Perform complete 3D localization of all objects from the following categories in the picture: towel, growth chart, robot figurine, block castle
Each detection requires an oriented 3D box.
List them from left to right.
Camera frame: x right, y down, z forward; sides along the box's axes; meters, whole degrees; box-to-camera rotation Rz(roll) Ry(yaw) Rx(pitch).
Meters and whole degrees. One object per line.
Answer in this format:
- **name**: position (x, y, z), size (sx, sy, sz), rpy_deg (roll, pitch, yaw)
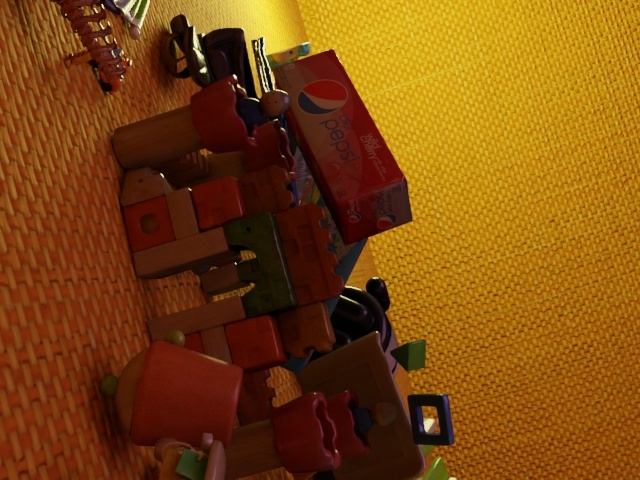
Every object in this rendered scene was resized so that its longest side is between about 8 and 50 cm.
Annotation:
- **growth chart**: position (-0.280, -0.375, 1.286), size (0.172, 0.021, 0.237), rpy_deg (-95, 165, -50)
- **block castle**: position (-0.064, 0.052, 1.195), size (0.303, 0.213, 0.453), rpy_deg (35, 39, -76)
- **towel**: position (-0.087, -0.233, 1.985), size (0.336, 0.040, 0.243), rpy_deg (-104, -176, -54)
- **robot figurine**: position (0.051, 0.185, 1.773), size (0.278, 0.209, 0.173), rpy_deg (64, 2, -62)

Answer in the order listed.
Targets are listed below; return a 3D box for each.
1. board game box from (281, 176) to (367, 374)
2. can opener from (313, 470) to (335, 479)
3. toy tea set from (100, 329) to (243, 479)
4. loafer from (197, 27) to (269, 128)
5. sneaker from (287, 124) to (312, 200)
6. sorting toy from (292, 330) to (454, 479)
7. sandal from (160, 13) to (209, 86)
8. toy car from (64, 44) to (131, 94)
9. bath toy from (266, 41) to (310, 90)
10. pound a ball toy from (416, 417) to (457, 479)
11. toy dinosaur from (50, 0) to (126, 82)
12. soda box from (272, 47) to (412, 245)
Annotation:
- **board game box**: position (0.000, 0.000, 1.524), size (0.308, 0.086, 0.301), rpy_deg (-84, -163, -70)
- **can opener**: position (0.053, 0.455, 1.596), size (0.074, 0.093, 0.280), rpy_deg (42, 27, -73)
- **toy tea set**: position (-0.146, 0.215, 0.822), size (0.336, 0.124, 0.199), rpy_deg (-89, -170, -73)
- **loafer**: position (-0.128, -0.233, 1.723), size (0.109, 0.095, 0.302), rpy_deg (-99, 168, -48)
- **sneaker**: position (-0.054, -0.194, 2.191), size (0.083, 0.118, 0.221), rpy_deg (14, 81, -37)
- **sorting toy**: position (0.059, 0.237, 1.341), size (0.047, 0.348, 0.195), rpy_deg (-6, 73, -40)
- **sandal**: position (-0.207, -0.280, 1.468), size (0.219, 0.060, 0.090), rpy_deg (-120, -167, -58)
- **toy car**: position (-0.240, -0.190, 1.112), size (0.122, 0.041, 0.060), rpy_deg (-79, 151, -73)
- **bath toy**: position (-0.029, -0.281, 2.342), size (0.151, 0.129, 0.348), rpy_deg (-66, 139, -77)
- **pound a ball toy**: position (0.089, 0.440, 1.499), size (0.319, 0.136, 0.208), rpy_deg (-40, 114, -50)
- **toy dinosaur**: position (-0.266, -0.320, 1.013), size (0.218, 0.164, 0.321), rpy_deg (-7, 98, -67)
- **soda box**: position (0.023, -0.123, 1.249), size (0.083, 0.092, 0.263), rpy_deg (77, -10, -50)
